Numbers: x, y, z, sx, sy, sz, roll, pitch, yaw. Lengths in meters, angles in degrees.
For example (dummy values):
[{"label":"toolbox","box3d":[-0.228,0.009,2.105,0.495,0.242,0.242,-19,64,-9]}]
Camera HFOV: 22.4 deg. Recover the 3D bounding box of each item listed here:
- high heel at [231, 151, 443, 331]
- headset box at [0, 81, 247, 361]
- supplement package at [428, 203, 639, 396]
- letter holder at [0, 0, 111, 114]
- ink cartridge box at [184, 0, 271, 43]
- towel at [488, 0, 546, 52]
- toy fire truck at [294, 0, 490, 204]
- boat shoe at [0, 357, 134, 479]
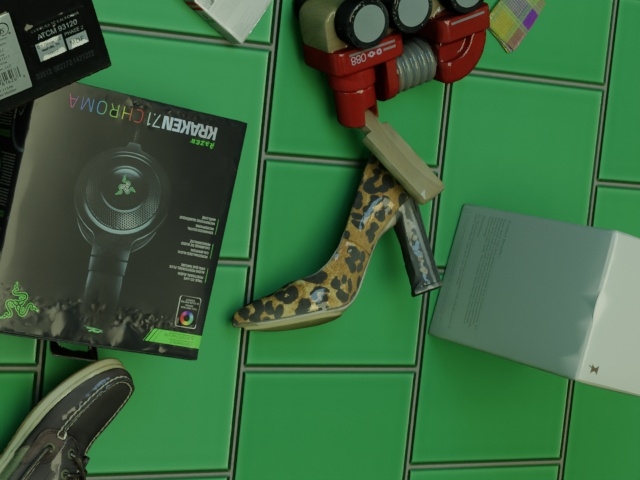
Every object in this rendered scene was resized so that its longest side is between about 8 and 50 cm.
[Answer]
[{"label":"high heel","box3d":[0.000,0.000,1.892,0.261,0.093,0.186,-15,82,-16]},{"label":"headset box","box3d":[-0.238,-0.016,1.698,0.246,0.131,0.283,12,91,-31]},{"label":"supplement package","box3d":[0.299,0.073,1.937,0.175,0.293,0.177,16,90,-31]},{"label":"letter holder","box3d":[-0.393,-0.201,1.544,0.302,0.214,0.152,-27,122,-21]},{"label":"ink cartridge box","box3d":[-0.116,-0.277,1.792,0.115,0.029,0.063,39,77,-28]},{"label":"towel","box3d":[0.242,-0.283,2.016,0.060,0.009,0.083,42,75,-28]},{"label":"toy fire truck","box3d":[0.104,-0.190,1.879,0.217,0.158,0.246,-23,120,-27]},{"label":"boat shoe","box3d":[-0.292,0.250,1.710,0.285,0.092,0.103,-45,152,-14]}]
